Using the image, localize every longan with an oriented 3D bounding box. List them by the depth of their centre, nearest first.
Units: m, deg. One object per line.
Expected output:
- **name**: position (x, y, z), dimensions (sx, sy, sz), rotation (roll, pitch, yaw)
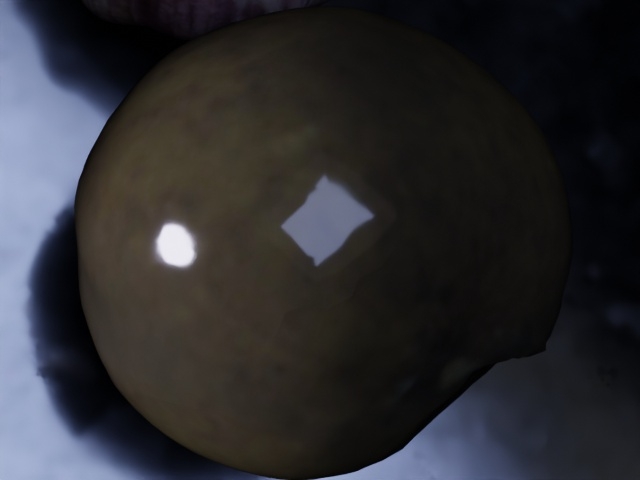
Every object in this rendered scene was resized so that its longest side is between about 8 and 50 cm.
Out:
- **longan**: position (0.000, 0.000, 1.046), dimensions (0.319, 0.319, 0.319), rotation (3, 78, -15)

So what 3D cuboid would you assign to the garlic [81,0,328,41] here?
- **garlic**: position (-0.087, -0.227, 1.145), dimensions (0.245, 0.160, 0.245), rotation (5, 53, -7)
